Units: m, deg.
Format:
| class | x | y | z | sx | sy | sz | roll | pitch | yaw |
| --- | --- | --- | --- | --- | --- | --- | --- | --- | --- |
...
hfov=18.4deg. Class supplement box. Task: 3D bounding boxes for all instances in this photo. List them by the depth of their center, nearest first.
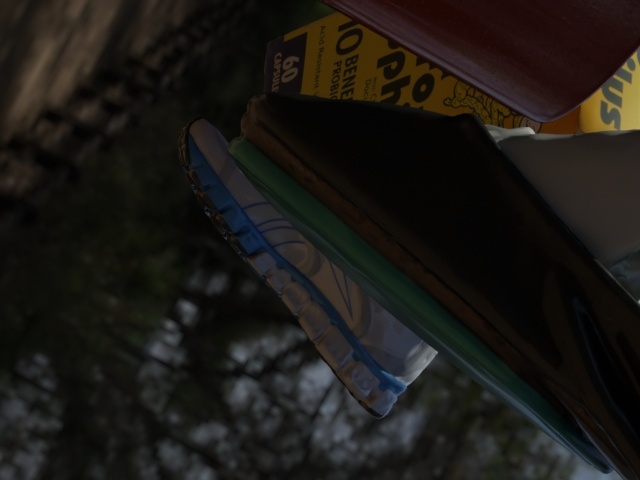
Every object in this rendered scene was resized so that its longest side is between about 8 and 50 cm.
| class | x | y | z | sx | sy | sz | roll | pitch | yaw |
| --- | --- | --- | --- | --- | --- | --- | --- | --- | --- |
| supplement box | 0.131 | -0.086 | 1.535 | 0.356 | 0.195 | 0.194 | -19 | -123 | 44 |

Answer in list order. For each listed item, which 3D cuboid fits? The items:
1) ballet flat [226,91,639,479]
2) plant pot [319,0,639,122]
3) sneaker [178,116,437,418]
| class | x | y | z | sx | sy | sz | roll | pitch | yaw |
| --- | --- | --- | --- | --- | --- | --- | --- | --- | --- |
| ballet flat | 0.094 | 0.037 | 0.490 | 0.096 | 0.280 | 0.095 | -43 | 154 | 0 |
| plant pot | 0.071 | -0.217 | 1.080 | 0.272 | 0.265 | 0.272 | -53 | -168 | 16 |
| sneaker | 0.000 | 0.000 | 1.080 | 0.083 | 0.190 | 0.071 | -40 | 179 | -3 |
